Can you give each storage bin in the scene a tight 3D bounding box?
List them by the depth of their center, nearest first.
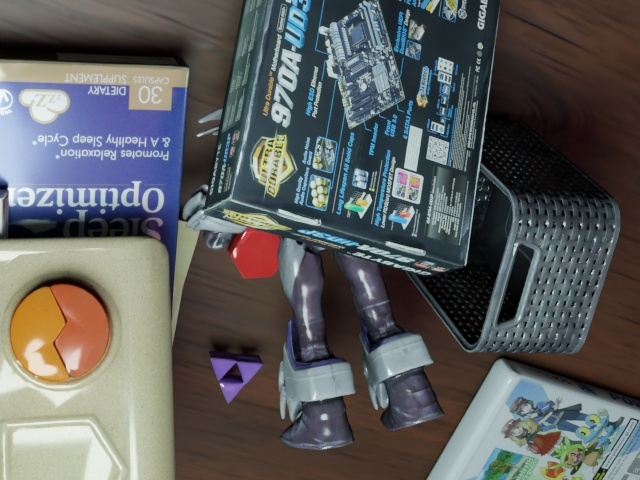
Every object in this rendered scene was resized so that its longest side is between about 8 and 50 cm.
[{"bbox_3d":[0.128,-0.008,0.887,0.084,0.180,0.122,3,115,-19],"label":"storage bin"}]

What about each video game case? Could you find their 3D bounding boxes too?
[{"bbox_3d":[0.212,0.286,1.154,0.299,0.036,0.329,19,110,-26],"label":"video game case"}]

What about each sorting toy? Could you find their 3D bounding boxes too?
[{"bbox_3d":[-0.201,0.152,0.762,0.229,0.041,0.307,-1,89,-17],"label":"sorting toy"}]

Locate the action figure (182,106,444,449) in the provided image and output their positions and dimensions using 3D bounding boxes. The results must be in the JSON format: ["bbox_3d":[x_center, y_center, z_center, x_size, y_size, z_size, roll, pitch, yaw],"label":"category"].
[{"bbox_3d":[0.000,0.000,0.867,0.185,0.099,0.285,-11,91,-14],"label":"action figure"}]

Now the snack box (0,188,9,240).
[{"bbox_3d":[-0.294,-0.011,0.797,0.178,0.022,0.064,7,111,2],"label":"snack box"}]

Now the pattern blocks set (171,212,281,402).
[{"bbox_3d":[-0.181,0.033,0.889,0.324,0.026,0.285,21,103,-25],"label":"pattern blocks set"}]

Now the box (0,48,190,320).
[{"bbox_3d":[-0.166,-0.016,0.840,0.136,0.036,0.225,-1,112,-18],"label":"box"}]

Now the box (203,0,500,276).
[{"bbox_3d":[0.028,-0.102,0.814,0.175,0.051,0.220,15,75,-25],"label":"box"}]
